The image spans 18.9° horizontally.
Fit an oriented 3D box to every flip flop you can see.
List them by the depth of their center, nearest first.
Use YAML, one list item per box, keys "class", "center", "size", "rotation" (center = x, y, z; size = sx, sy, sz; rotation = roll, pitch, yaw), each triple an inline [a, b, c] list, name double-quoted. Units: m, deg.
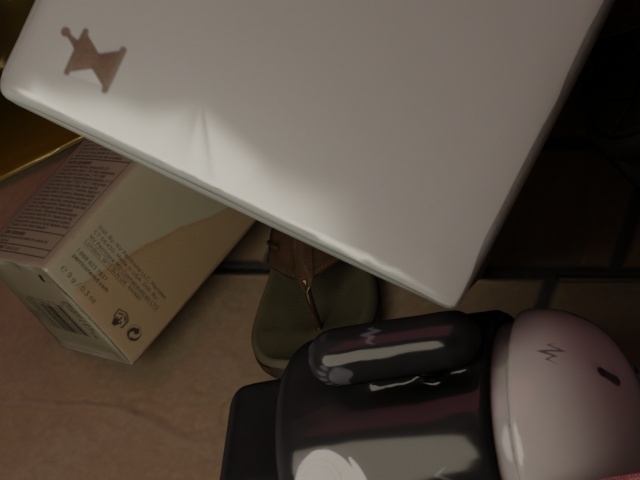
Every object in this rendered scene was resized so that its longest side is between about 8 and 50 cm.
- class: "flip flop"
  center: [0.000, 0.000, 1.579]
  size: [0.112, 0.080, 0.277]
  rotation: [-7, 46, 26]

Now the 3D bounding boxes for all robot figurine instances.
- class: "robot figurine"
  center: [0.077, 0.135, 1.267]
  size: [0.278, 0.209, 0.173]
  rotation: [-10, 87, 19]

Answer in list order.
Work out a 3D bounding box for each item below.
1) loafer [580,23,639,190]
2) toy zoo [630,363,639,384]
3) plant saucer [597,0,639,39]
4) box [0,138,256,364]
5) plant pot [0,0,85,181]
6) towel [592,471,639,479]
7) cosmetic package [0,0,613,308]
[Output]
- class: "loafer"
  center: [0.257, -0.141, 1.568]
  size: [0.096, 0.084, 0.267]
  rotation: [-15, 40, 24]
- class: "toy zoo"
  center: [0.331, 0.115, 1.299]
  size: [0.293, 0.030, 0.192]
  rotation: [9, 55, 37]
- class: "plant saucer"
  center: [0.235, -0.293, 1.621]
  size: [0.310, 0.050, 0.310]
  rotation: [-18, 45, 18]
- class: "box"
  center: [-0.130, -0.053, 1.657]
  size: [0.311, 0.121, 0.148]
  rotation: [-49, 27, -18]
- class: "plant pot"
  center: [-0.309, -0.210, 1.899]
  size: [0.212, 0.212, 0.187]
  rotation: [-26, 28, 7]
- class: "towel"
  center: [0.178, 0.301, 1.099]
  size: [0.237, 0.037, 0.329]
  rotation: [-14, 75, 20]
- class: "cosmetic package"
  center: [0.029, -0.173, 1.352]
  size: [0.327, 0.394, 0.329]
  rotation: [26, 95, 6]
